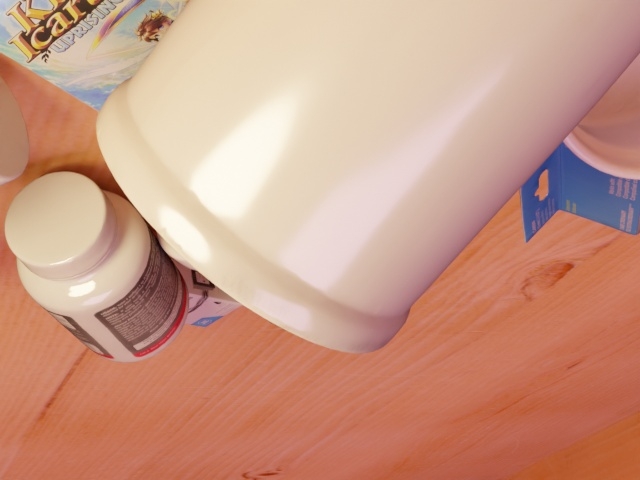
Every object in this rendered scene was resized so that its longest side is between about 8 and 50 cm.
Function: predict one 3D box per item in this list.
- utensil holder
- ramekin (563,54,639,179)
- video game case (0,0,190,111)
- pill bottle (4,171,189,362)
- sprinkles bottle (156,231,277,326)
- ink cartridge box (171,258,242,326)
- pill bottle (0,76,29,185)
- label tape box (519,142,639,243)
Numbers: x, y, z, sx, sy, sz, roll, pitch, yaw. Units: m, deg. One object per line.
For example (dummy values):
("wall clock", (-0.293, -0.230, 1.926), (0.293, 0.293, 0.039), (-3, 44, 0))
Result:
("utensil holder", (0.058, -0.154, 0.819), (0.385, 0.327, 0.328), (-49, 142, 17))
("ramekin", (0.326, -0.213, 1.013), (0.277, 0.135, 0.277), (-5, 111, -13))
("video game case", (-0.151, -0.237, 0.894), (0.269, 0.061, 0.244), (-37, 147, 14))
("pill bottle", (-0.300, 0.038, 1.324), (0.176, 0.176, 0.318), (-14, 154, 2))
("sprinkles bottle", (-0.107, 0.030, 1.455), (0.121, 0.121, 0.355), (-20, 153, 14))
("ink cartridge box", (-0.228, 0.085, 1.581), (0.180, 0.060, 0.104), (15, 143, -44))
("pill bottle", (-0.481, -0.070, 1.012), (0.334, 0.187, 0.188), (-21, 153, 15))
("label tape box", (0.415, -0.122, 1.239), (0.348, 0.115, 0.249), (-42, 154, -5))
